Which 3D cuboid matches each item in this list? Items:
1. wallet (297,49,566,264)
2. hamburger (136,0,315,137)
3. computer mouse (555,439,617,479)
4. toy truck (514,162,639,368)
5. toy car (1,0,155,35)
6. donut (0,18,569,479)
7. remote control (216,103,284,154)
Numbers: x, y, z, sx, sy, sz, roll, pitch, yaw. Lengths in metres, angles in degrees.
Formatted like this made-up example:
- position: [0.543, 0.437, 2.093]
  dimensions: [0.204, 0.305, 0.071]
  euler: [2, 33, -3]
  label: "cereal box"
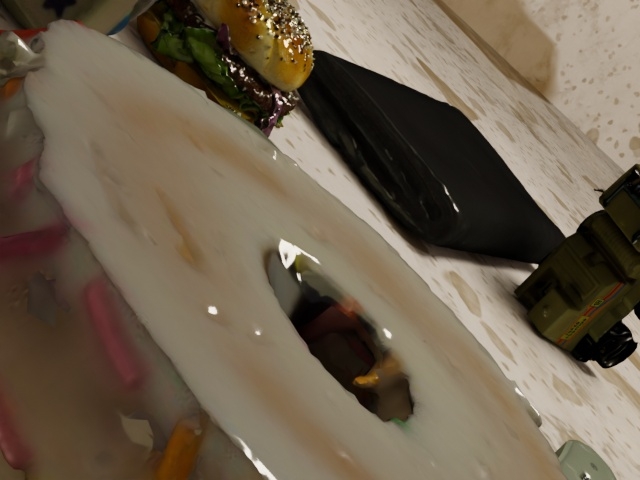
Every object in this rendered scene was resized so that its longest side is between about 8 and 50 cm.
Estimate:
- position: [0.122, -0.073, 1.663]
  dimensions: [0.228, 0.062, 0.406]
  euler: [51, 14, 18]
  label: "wallet"
- position: [-0.071, -0.163, 1.294]
  dimensions: [0.164, 0.093, 0.189]
  euler: [47, 16, -2]
  label: "hamburger"
- position: [0.182, 0.183, 1.206]
  dimensions: [0.056, 0.032, 0.110]
  euler: [48, 25, 10]
  label: "computer mouse"
- position: [0.308, -0.002, 1.603]
  dimensions: [0.127, 0.257, 0.127]
  euler: [21, 30, -53]
  label: "toy truck"
- position: [-0.196, -0.298, 1.033]
  dimensions: [0.336, 0.242, 0.226]
  euler: [46, 17, -8]
  label: "toy car"
- position: [-0.035, 0.080, 0.652]
  dimensions: [0.382, 0.142, 0.383]
  euler: [43, 14, -13]
  label: "donut"
- position: [0.000, 0.000, 1.136]
  dimensions: [0.285, 0.038, 0.123]
  euler: [49, 14, 29]
  label: "remote control"
